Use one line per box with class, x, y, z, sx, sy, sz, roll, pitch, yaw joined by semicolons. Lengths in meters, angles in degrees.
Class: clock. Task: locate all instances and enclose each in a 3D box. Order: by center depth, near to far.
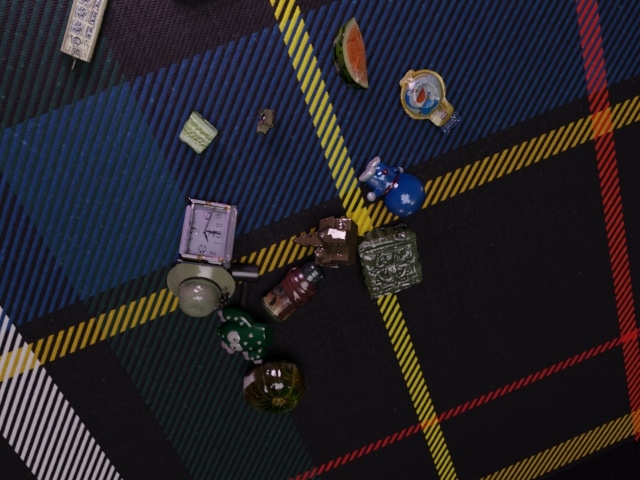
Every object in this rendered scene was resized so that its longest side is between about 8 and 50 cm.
clock;-0.402;-0.026;1.667;0.186;0.083;0.254;9;69;-13

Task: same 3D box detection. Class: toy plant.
toy plant;-0.305;0.374;1.826;0.243;0.112;0.233;21;121;11

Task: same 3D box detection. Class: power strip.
power strip;-0.745;-0.666;1.458;0.092;0.034;0.268;20;104;-16

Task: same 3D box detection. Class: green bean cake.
green bean cake;0.269;0.077;1.844;0.240;0.132;0.255;-14;110;-2

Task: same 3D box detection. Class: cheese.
cheese;0.402;-0.510;1.699;0.270;0.069;0.177;39;98;-19

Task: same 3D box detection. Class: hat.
hat;-0.449;0.206;1.702;0.256;0.130;0.257;0;134;0

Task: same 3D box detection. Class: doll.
doll;0.266;-0.195;1.738;0.256;0.161;0.215;38;67;-6

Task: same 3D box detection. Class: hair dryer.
hair dryer;-0.314;0.202;1.821;0.114;0.071;0.248;6;116;-13

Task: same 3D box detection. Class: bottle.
bottle;-0.100;0.190;1.810;0.271;0.143;0.156;-43;71;8

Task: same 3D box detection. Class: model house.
model house;-0.188;-0.418;1.637;0.058;0.057;0.084;2;89;-38
model house;0.000;0.000;1.751;0.247;0.176;0.181;0;75;19

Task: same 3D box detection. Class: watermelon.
watermelon;0.107;-0.641;1.614;0.119;0.063;0.245;-21;107;-22

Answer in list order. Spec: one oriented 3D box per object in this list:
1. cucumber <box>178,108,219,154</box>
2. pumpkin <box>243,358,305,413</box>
cucumber;-0.422;-0.374;1.600;0.115;0.062;0.116;41;104;-18
pumpkin;-0.185;0.587;1.906;0.259;0.189;0.261;-6;135;-6
